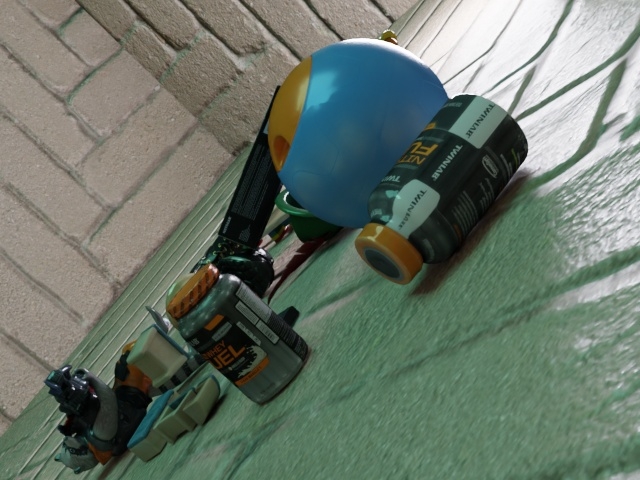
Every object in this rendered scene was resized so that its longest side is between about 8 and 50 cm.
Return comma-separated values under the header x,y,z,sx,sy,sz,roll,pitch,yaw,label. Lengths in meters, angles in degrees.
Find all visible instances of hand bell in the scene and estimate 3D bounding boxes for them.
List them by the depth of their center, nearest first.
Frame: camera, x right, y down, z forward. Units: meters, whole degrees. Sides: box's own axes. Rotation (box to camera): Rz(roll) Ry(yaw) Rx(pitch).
x,y,z,sx,sy,sz,roll,pitch,yaw,label
-0.191,0.134,1.880,0.126,0.126,0.242,-51,28,-23,hand bell

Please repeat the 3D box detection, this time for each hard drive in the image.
x,y,z,sx,sy,sz,roll,pitch,yaw,label
-0.098,0.167,1.591,0.135,0.022,0.094,-35,16,43,hard drive

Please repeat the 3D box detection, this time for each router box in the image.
x,y,z,sx,sy,sz,roll,pitch,yaw,label
-0.106,-0.140,1.926,0.243,0.081,0.309,-158,90,-88,router box

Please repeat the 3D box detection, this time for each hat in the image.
x,y,z,sx,sy,sz,roll,pitch,yaw,label
0.000,0.000,1.823,0.208,0.184,0.173,-3,24,2,hat

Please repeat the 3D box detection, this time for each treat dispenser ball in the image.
x,y,z,sx,sy,sz,roll,pitch,yaw,label
0.064,-0.162,1.485,0.288,0.288,0.288,-44,12,11,treat dispenser ball

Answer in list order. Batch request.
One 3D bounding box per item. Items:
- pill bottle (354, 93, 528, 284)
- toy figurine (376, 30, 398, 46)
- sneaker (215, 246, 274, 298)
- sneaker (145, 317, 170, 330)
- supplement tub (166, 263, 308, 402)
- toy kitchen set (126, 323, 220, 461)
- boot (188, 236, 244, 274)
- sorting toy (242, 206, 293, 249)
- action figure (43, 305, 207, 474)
x,y,z,sx,sy,sz,roll,pitch,yaw,label
0.148,-0.060,1.230,0.246,0.130,0.130,-50,12,-20,pill bottle
0.118,-0.267,1.854,0.148,0.209,0.213,-18,29,52,toy figurine
-0.145,0.049,1.979,0.124,0.107,0.283,-44,10,-24,sneaker
-0.427,0.241,2.468,0.098,0.038,0.069,-45,11,6,sneaker
-0.120,0.129,1.373,0.117,0.190,0.117,-44,11,11,supplement tub
-0.270,0.237,1.601,0.207,0.166,0.122,-37,14,36,toy kitchen set
-0.229,0.023,2.304,0.236,0.085,0.179,-51,-4,-41,boot
-0.063,-0.065,2.204,0.274,0.046,0.132,-38,14,37,sorting toy
-0.374,0.289,1.798,0.330,0.178,0.341,-53,-12,-10,action figure
